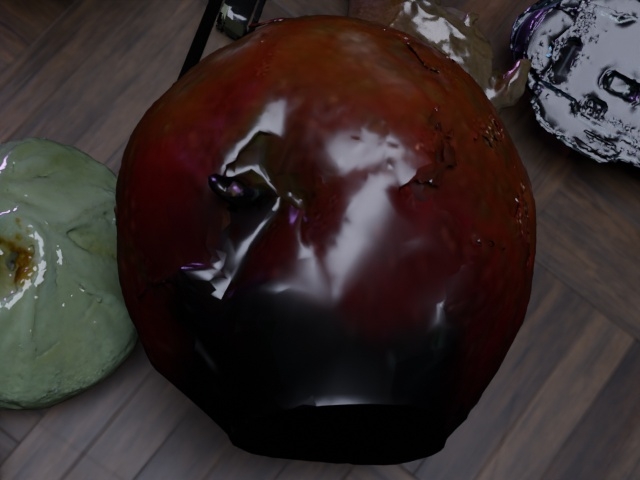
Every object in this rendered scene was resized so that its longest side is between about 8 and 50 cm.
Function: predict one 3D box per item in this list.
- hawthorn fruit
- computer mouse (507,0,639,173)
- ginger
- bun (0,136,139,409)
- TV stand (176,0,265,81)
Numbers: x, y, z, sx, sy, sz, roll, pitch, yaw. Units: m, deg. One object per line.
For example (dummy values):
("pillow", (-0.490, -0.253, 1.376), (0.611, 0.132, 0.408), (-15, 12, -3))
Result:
("hawthorn fruit", (0.005, 0.006, 0.753), (0.316, 0.316, 0.316), (3, 73, -8))
("computer mouse", (0.262, -0.121, 0.929), (0.242, 0.077, 0.146), (31, 93, 9))
("ginger", (0.050, -0.203, 0.931), (0.122, 0.084, 0.290), (-37, 81, 16))
("bun", (-0.209, 0.017, 0.799), (0.195, 0.118, 0.195), (3, 70, -7))
("TV stand", (-0.091, -0.120, 0.899), (0.042, 0.036, 0.249), (20, 72, -4))
